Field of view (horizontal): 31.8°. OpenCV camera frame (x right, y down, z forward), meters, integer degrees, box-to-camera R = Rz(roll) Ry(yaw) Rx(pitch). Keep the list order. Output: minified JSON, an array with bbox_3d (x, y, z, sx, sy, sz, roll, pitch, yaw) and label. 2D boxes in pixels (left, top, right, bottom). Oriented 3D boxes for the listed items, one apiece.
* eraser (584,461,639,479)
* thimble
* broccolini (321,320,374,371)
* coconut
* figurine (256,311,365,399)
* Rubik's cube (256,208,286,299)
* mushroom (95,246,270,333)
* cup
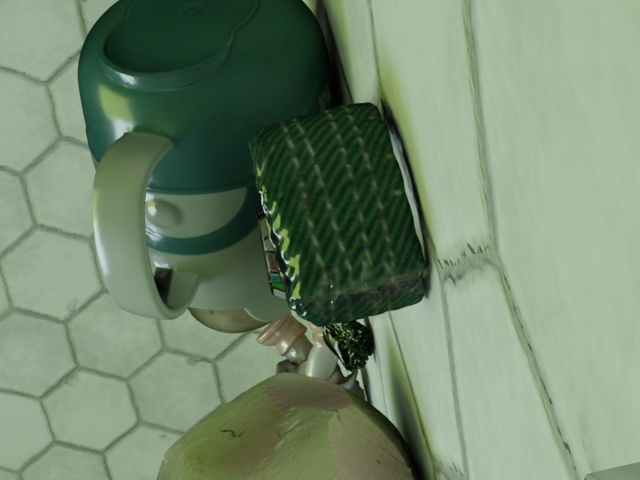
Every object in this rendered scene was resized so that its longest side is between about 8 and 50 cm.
[{"bbox_3d":[0.099,0.115,0.299,0.065,0.026,0.105,142,117,-89],"label":"eraser"},{"bbox_3d":[0.010,-0.016,0.712,0.118,0.090,0.135,82,173,-71],"label":"thimble"},{"bbox_3d":[-0.021,0.019,1.143,0.057,0.071,0.254,-15,-111,-54],"label":"broccolini"},{"bbox_3d":[-0.013,0.229,0.950,0.227,0.230,0.227,41,151,30],"label":"coconut"},{"bbox_3d":[0.000,0.214,1.285,0.200,0.133,0.276,-56,-40,-79],"label":"figurine"},{"bbox_3d":[0.000,0.000,0.871,0.111,0.093,0.111,167,90,-86],"label":"Rubik's cube"},{"bbox_3d":[-0.160,-0.049,1.529,0.362,0.294,0.362,168,90,-88],"label":"mushroom"},{"bbox_3d":[-0.100,-0.068,0.951,0.290,0.219,0.258,-61,-27,-43],"label":"cup"}]
